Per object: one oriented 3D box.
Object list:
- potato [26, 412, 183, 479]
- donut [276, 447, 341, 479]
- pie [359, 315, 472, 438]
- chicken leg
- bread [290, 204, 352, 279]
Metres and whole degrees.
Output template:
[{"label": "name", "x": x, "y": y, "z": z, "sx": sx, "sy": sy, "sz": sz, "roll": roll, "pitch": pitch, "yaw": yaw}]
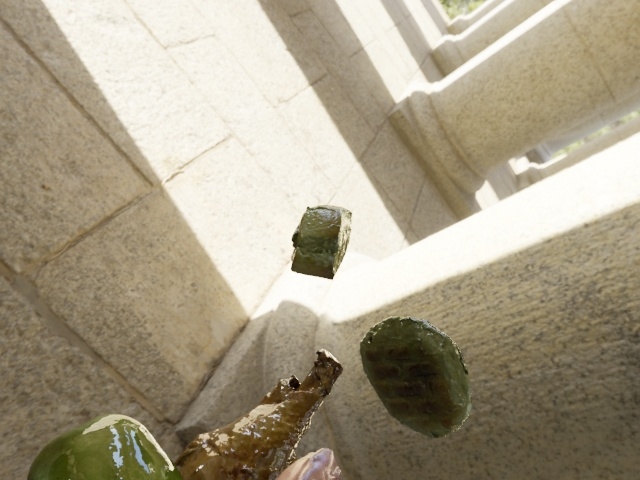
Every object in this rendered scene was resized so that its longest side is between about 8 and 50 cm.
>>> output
[{"label": "potato", "x": -0.293, "y": 0.405, "z": 0.623, "sx": 0.304, "sy": 0.216, "sz": 0.216, "roll": 48, "pitch": 27, "yaw": 25}, {"label": "donut", "x": 0.001, "y": 0.363, "z": 0.470, "sx": 0.233, "sy": 0.085, "sz": 0.199, "roll": 64, "pitch": 24, "yaw": -19}, {"label": "pie", "x": 0.217, "y": 0.315, "z": 1.040, "sx": 0.071, "sy": 0.306, "sz": 0.306, "roll": -16, "pitch": 79, "yaw": -44}, {"label": "chicken leg", "x": -0.098, "y": 0.405, "z": 0.902, "sx": 0.409, "sy": 0.182, "sz": 0.295, "roll": -47, "pitch": 140, "yaw": -23}, {"label": "bread", "x": 0.000, "y": 0.000, "z": 1.075, "sx": 0.257, "sy": 0.124, "sz": 0.186, "roll": 2, "pitch": 102, "yaw": -82}]
